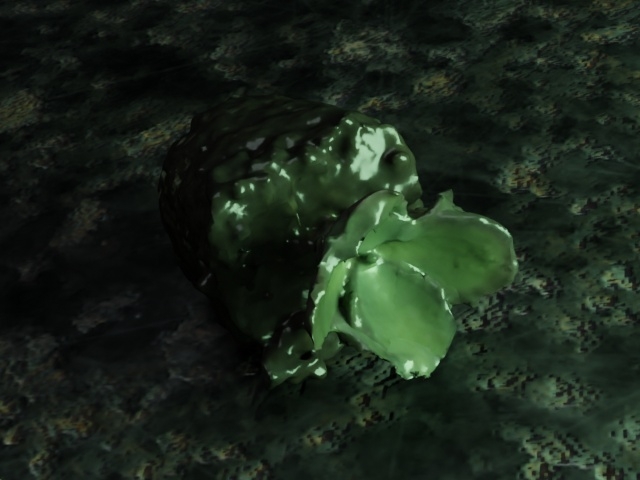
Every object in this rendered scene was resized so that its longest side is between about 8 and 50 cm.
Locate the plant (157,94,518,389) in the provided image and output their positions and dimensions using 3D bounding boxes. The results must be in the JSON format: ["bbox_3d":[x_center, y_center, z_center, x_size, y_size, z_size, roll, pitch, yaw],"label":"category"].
[{"bbox_3d":[0.000,0.000,0.796,0.142,0.131,0.203,-22,25,-17],"label":"plant"}]
